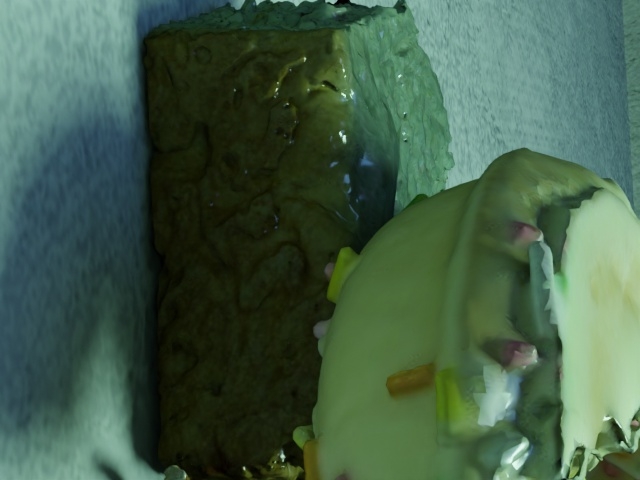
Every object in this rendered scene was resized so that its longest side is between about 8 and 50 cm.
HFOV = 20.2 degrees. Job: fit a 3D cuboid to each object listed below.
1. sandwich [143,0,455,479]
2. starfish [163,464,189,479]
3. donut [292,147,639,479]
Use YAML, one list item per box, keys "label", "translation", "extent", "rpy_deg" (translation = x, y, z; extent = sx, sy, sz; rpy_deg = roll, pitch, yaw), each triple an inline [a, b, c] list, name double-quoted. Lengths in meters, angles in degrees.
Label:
- label: "sandwich"
  translation: [-0.001, 0.000, 1.077]
  extent: [0.262, 0.131, 0.325]
  rpy_deg: [40, 45, -65]
- label: "starfish"
  translation: [-0.064, 0.218, 0.909]
  extent: [0.238, 0.057, 0.213]
  rpy_deg: [1, 88, -71]
- label: "donut"
  translation: [0.114, 0.118, 0.934]
  extent: [0.307, 0.150, 0.371]
  rpy_deg: [-75, 146, -43]
